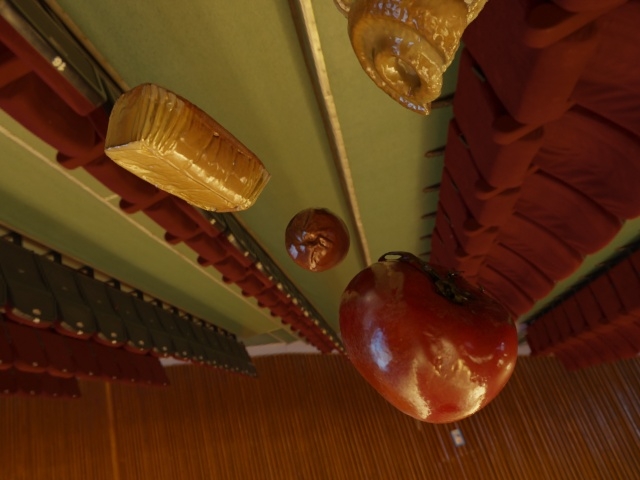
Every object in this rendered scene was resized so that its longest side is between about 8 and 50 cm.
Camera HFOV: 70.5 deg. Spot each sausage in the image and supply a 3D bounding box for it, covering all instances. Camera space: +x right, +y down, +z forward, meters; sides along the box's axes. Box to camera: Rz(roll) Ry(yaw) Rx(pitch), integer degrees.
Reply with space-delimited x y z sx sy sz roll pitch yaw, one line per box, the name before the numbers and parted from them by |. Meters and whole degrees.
sausage | 0.000 0.000 0.558 0.076 0.076 0.197 -20 176 6

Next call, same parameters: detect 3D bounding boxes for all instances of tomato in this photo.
tomato | 0.104 0.102 0.478 0.187 0.187 0.151 10 117 -48

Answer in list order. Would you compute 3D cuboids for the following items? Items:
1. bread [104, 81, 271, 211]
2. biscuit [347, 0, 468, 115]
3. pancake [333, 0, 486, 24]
bread | -0.226 -0.147 0.798 0.152 0.119 0.288 1 160 35
biscuit | 0.136 -0.331 0.779 0.091 0.213 0.274 -52 166 -4
pancake | 0.159 -0.532 0.877 0.382 0.071 0.382 18 161 6
